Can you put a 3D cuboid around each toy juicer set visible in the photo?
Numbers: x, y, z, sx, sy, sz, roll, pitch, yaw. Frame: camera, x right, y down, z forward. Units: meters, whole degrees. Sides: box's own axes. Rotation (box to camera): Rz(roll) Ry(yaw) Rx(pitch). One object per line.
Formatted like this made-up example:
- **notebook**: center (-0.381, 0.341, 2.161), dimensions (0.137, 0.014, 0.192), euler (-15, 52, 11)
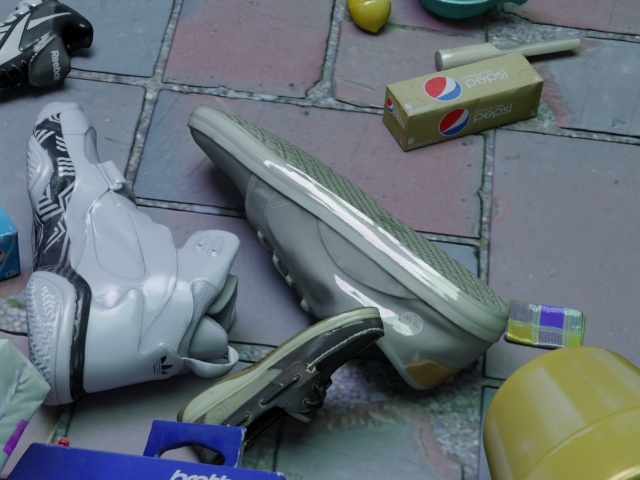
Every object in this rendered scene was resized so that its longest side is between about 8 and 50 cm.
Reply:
- **toy juicer set**: center (0.144, -0.315, 2.116), dimensions (0.209, 0.089, 0.329), euler (-28, 54, -29)

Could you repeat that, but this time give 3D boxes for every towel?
- **towel**: center (0.234, 0.088, 1.778), dimensions (0.083, 0.009, 0.060), euler (11, 44, 6)

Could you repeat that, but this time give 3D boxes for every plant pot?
- **plant pot**: center (0.258, 0.224, 1.501), dimensions (0.254, 0.254, 0.239), euler (-8, 30, -13)

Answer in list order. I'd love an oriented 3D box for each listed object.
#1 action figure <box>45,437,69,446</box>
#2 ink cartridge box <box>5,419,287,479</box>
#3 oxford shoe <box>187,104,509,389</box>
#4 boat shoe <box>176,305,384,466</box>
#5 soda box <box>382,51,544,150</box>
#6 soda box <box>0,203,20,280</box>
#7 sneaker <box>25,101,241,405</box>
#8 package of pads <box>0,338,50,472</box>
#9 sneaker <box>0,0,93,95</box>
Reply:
- **action figure**: center (-0.259, 0.225, 1.585), dimensions (0.038, 0.030, 0.115), euler (19, 41, 6)
- **ink cartridge box**: center (-0.173, 0.315, 1.364), dimensions (0.270, 0.151, 0.395), euler (2, 39, 29)
- **oxford shoe**: center (0.000, 0.000, 1.763), dimensions (0.449, 0.130, 0.169), euler (40, 15, 31)
- **boat shoe**: center (-0.029, 0.143, 1.620), dimensions (0.224, 0.080, 0.073), euler (-31, 70, 7)
- **soda box**: center (0.167, -0.164, 1.990), dimensions (0.181, 0.058, 0.061), euler (-16, 49, -19)
- **soda box**: center (-0.394, -0.042, 1.811), dimensions (0.071, 0.067, 0.210), euler (-20, 50, -23)
- **sneaker**: center (-0.193, 0.006, 1.739), dimensions (0.210, 0.137, 0.365), euler (-1, 50, -8)
- **package of pads**: center (-0.401, 0.205, 1.450), dimensions (0.229, 0.101, 0.296), euler (7, 56, 33)
- **sneaker**: center (-0.349, -0.210, 1.975), dimensions (0.106, 0.078, 0.234), euler (24, 46, 21)
